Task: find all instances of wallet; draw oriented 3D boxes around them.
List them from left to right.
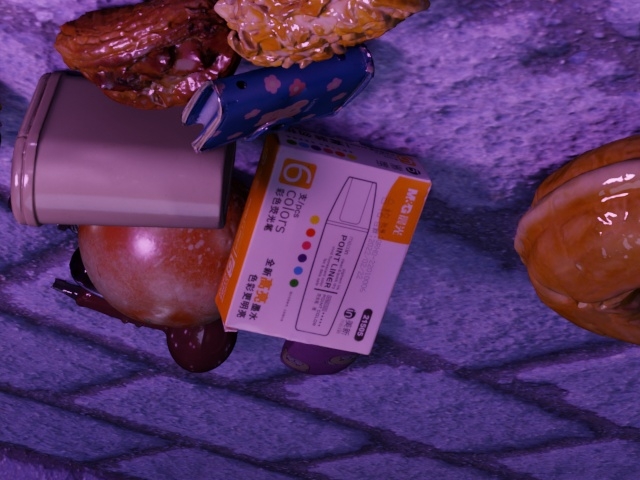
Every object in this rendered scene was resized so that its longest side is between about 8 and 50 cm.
[{"bbox_3d":[-0.049,-0.163,1.601,0.202,0.059,0.141,-19,172,-27],"label":"wallet"}]

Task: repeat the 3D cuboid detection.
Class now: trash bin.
[{"bbox_3d":[-0.230,-0.106,1.692,0.247,0.243,0.121,4,126,1],"label":"trash bin"}]

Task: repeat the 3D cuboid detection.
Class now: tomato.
[{"bbox_3d":[-0.211,0.014,1.982,0.270,0.222,0.270,6,154,3],"label":"tomato"}]

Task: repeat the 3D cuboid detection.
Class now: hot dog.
[{"bbox_3d":[-0.190,-0.216,1.581,0.227,0.099,0.160,-13,156,33],"label":"hot dog"}]

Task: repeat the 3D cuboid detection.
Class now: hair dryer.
[{"bbox_3d":[-0.305,0.098,2.411,0.340,0.123,0.312,16,147,4],"label":"hair dryer"}]

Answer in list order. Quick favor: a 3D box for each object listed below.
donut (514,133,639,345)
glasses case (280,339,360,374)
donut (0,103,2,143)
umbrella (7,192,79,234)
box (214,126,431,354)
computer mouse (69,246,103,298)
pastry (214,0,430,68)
[{"bbox_3d":[0.473,0.007,1.808,0.449,0.198,0.449,4,156,2],"label":"donut"},{"bbox_3d":[0.011,0.177,2.502,0.123,0.076,0.316,10,157,-9],"label":"glasses case"},{"bbox_3d":[-0.518,-0.170,1.790,0.235,0.089,0.235,5,158,2],"label":"donut"},{"bbox_3d":[-0.356,-0.043,2.100,0.235,0.059,0.066,21,112,-39],"label":"umbrella"},{"bbox_3d":[0.000,0.000,1.852,0.221,0.274,0.091,10,-159,-16],"label":"box"},{"bbox_3d":[-0.278,0.053,2.203,0.233,0.096,0.137,3,-171,22],"label":"computer mouse"},{"bbox_3d":[0.003,-0.252,1.427,0.154,0.102,0.250,19,157,-34],"label":"pastry"}]
